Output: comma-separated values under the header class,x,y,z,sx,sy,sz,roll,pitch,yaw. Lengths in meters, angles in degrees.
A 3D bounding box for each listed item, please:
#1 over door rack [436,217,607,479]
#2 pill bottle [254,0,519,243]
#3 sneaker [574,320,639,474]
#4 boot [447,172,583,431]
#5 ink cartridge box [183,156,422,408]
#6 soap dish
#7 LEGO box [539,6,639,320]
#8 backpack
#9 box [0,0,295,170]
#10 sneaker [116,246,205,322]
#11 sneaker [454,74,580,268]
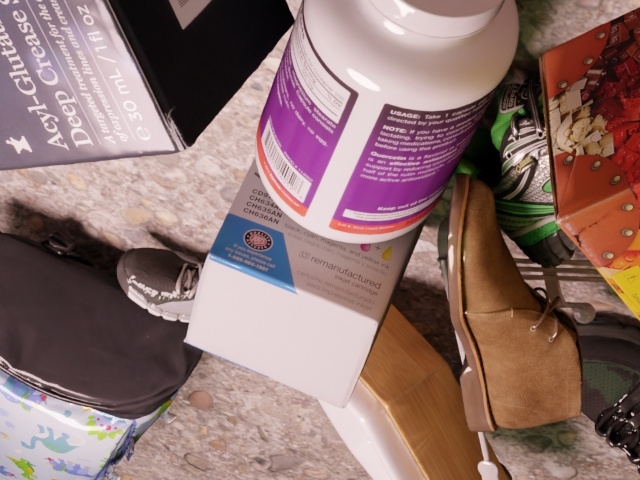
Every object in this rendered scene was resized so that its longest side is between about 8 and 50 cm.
class,x,y,z,sx,sy,sz,roll,pitch,yaw
over door rack,0.249,0.128,1.928,0.240,0.108,0.324,2,109,29
pill bottle,0.059,-0.145,1.663,0.181,0.181,0.323,24,147,-1
sneaker,0.361,0.200,2.006,0.341,0.139,0.125,27,150,-3
boot,0.177,0.056,1.787,0.115,0.112,0.305,-1,134,17
ink cartridge box,0.000,0.000,1.858,0.171,0.232,0.168,22,145,3
soap dish,0.082,0.179,2.090,0.229,0.118,0.291,47,170,45
LEGO box,0.452,-0.006,1.482,0.372,0.193,0.500,-25,130,25
backpack,-0.313,0.164,2.301,0.290,0.273,0.355,26,167,-5
box,-0.276,-0.234,1.662,0.395,0.212,0.293,-4,124,36
sneaker,-0.099,0.044,2.133,0.229,0.086,0.132,24,144,-19
sneaker,0.227,-0.088,1.684,0.146,0.134,0.343,34,145,-12
